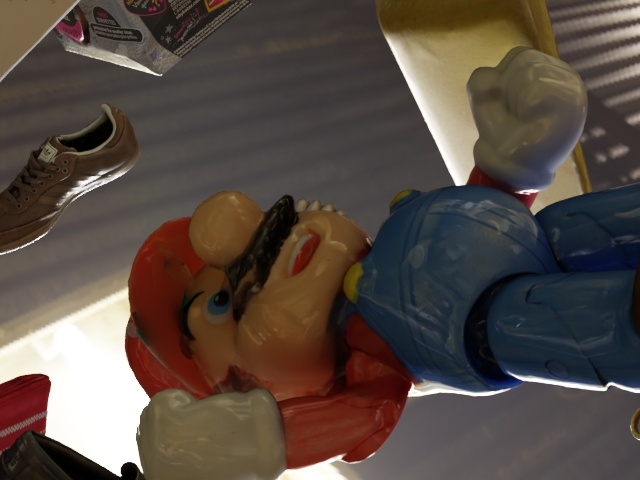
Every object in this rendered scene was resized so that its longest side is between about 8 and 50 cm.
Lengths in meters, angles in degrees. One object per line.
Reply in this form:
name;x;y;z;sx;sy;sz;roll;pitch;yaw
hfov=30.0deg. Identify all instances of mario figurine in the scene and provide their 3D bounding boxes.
mario figurine;0.026;0.010;0.510;0.198;0.320;0.170;-8;-95;-53

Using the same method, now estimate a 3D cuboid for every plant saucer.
plant saucer;0.094;-0.161;0.748;0.081;0.333;0.333;-14;-123;14

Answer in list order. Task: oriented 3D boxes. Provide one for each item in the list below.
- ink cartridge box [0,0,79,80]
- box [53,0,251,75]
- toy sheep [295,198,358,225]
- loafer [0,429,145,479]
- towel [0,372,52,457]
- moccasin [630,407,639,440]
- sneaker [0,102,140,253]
ink cartridge box;-0.209;-0.283;0.843;0.223;0.307;0.129;38;173;45
box;-0.238;-0.319;1.475;0.163;0.142;0.247;-43;-144;-21
toy sheep;0.000;0.000;1.318;0.132;0.091;0.091;20;-148;1
loafer;-0.165;0.225;0.992;0.223;0.078;0.076;29;-166;-22
towel;-0.296;0.258;1.018;0.031;0.275;0.199;10;-173;14
moccasin;0.335;0.144;1.006;0.147;0.139;0.380;45;-152;-6
sneaker;-0.262;-0.065;1.145;0.188;0.071;0.066;-39;-127;-20
